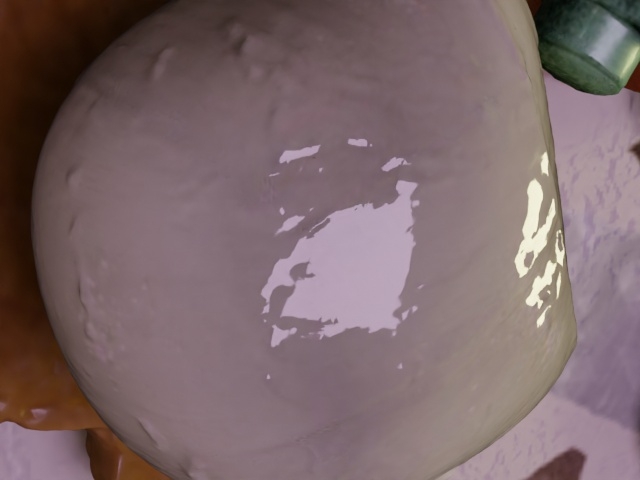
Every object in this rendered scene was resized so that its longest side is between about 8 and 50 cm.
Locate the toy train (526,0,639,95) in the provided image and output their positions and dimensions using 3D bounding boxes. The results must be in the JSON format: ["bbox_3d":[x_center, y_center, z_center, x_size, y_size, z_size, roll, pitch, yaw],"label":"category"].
[{"bbox_3d":[0.165,-0.181,0.665,0.116,0.177,0.285,30,90,6],"label":"toy train"}]

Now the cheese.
[{"bbox_3d":[0.000,0.000,0.563,0.189,0.154,0.198,-25,122,-20],"label":"cheese"}]

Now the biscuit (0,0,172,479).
[{"bbox_3d":[-0.049,-0.057,0.632,0.269,0.051,0.376,-11,114,-31],"label":"biscuit"}]
